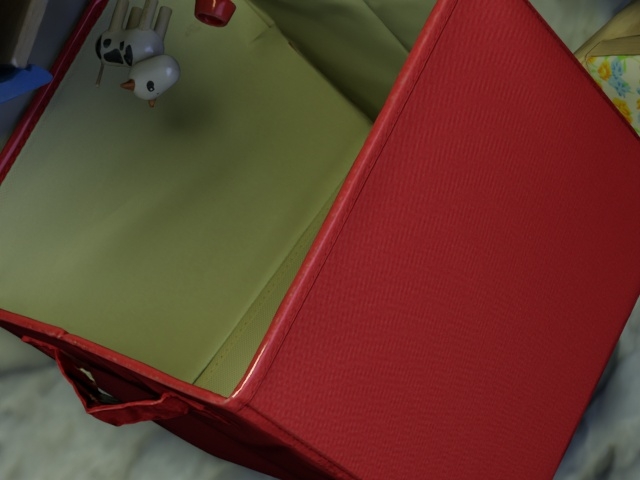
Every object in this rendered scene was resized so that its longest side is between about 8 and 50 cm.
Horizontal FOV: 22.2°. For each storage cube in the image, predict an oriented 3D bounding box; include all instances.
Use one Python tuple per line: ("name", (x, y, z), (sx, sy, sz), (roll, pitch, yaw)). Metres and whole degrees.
("storage cube", (0.000, 0.000, 0.666), (0.193, 0.184, 0.215), (39, 73, -45))

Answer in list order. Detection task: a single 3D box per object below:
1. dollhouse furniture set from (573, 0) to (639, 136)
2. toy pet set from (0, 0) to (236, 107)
("dollhouse furniture set", (0.145, -0.142, 0.647), (0.256, 0.362, 0.394), (-42, 117, -28))
("toy pet set", (-0.114, -0.077, 0.581), (0.122, 0.114, 0.065), (29, 71, -44))
